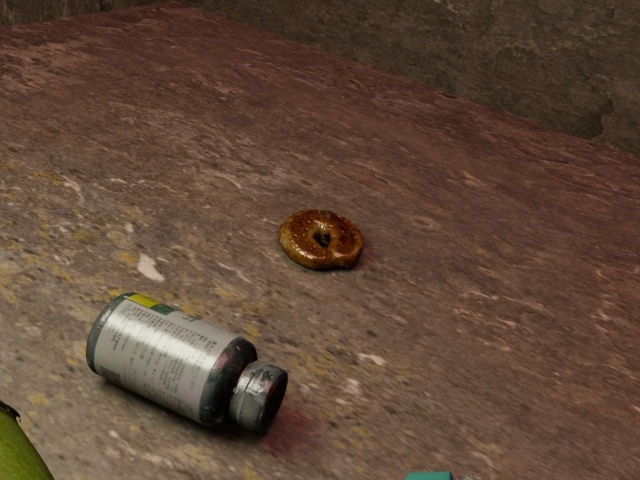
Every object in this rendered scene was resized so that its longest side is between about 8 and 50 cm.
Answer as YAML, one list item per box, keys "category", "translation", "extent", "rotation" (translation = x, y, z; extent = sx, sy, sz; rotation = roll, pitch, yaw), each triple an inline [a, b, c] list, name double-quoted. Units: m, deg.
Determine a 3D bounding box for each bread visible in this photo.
- category: "bread"
  translation: [0.000, 0.000, 1.385]
  extent: [0.193, 0.064, 0.193]
  rotation: [8, 39, -6]

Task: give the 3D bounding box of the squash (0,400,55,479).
- category: "squash"
  translation: [-0.334, 0.350, 0.576]
  extent: [0.263, 0.263, 0.384]
  rotation: [-20, 43, -38]

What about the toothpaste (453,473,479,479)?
- category: "toothpaste"
  translation: [0.094, 0.380, 0.843]
  extent: [0.301, 0.048, 0.075]
  rotation: [-12, 43, -26]

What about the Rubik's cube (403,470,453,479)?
- category: "Rubik's cube"
  translation: [0.171, 0.375, 0.707]
  extent: [0.213, 0.265, 0.224]
  rotation: [-10, 63, 18]

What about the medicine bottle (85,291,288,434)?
- category: "medicine bottle"
  translation: [-0.199, 0.191, 0.963]
  extent: [0.293, 0.141, 0.141]
  rotation: [20, 34, 16]
